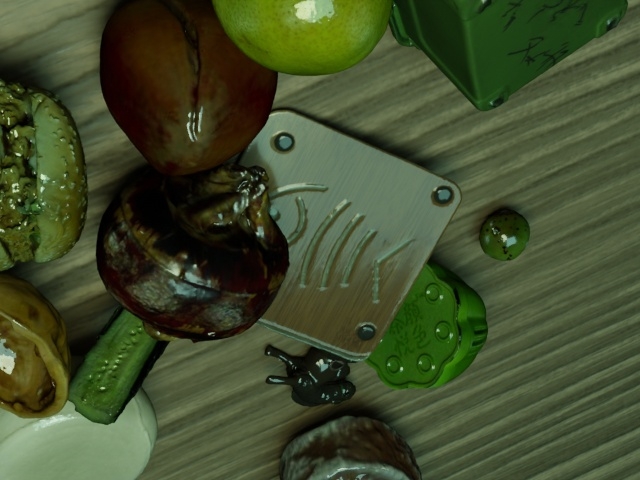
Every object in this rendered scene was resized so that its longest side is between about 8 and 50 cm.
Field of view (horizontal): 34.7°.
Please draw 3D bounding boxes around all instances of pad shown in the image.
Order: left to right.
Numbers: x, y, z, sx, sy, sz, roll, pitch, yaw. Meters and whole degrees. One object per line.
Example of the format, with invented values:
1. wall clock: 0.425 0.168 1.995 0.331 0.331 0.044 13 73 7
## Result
1. pad: 0.000 0.000 1.314 0.284 0.018 0.286 22 110 -16

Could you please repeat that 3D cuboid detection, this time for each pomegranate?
1. pomegranate: 0.261 -0.011 1.431 0.084 0.073 0.073 -34 139 -47

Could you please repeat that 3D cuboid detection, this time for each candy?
1. candy: 0.049 0.379 1.541 0.214 0.157 0.289 -16 134 5

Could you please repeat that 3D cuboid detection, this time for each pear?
1. pear: -0.025 -0.258 0.956 0.166 0.180 0.216 -33 124 -13

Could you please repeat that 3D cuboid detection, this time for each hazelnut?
1. hazelnut: -0.136 -0.160 1.077 0.208 0.208 0.208 -11 125 -16

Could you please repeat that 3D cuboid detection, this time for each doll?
1. doll: 0.003 0.177 1.451 0.139 0.057 0.165 -46 128 9

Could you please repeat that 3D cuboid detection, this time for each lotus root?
1. lotus root: 0.168 0.116 1.426 0.186 0.186 0.186 -11 125 -16

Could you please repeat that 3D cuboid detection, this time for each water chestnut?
1. water chestnut: -0.143 -0.001 1.170 0.224 0.223 0.238 15 130 -30

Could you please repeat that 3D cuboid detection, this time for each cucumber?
1. cucumber: -0.227 0.132 1.234 0.078 0.211 0.062 21 141 8

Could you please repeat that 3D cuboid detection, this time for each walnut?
1. walnut: -0.339 0.101 1.124 0.167 0.087 0.211 10 138 14

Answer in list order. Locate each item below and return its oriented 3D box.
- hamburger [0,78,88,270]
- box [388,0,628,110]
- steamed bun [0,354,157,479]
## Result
1. hamburger: -0.308 -0.063 1.078 0.122 0.189 0.215 -5 163 -13
2. box: 0.195 -0.291 1.070 0.253 0.177 0.328 -33 158 3
3. steamed bun: -0.327 0.232 1.293 0.232 0.145 0.231 -15 136 -15
